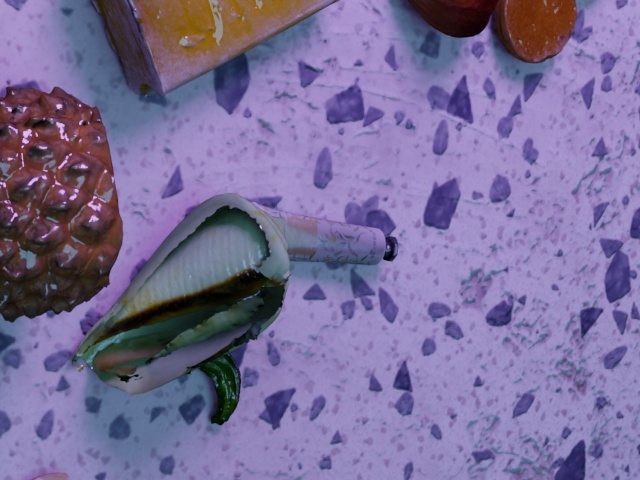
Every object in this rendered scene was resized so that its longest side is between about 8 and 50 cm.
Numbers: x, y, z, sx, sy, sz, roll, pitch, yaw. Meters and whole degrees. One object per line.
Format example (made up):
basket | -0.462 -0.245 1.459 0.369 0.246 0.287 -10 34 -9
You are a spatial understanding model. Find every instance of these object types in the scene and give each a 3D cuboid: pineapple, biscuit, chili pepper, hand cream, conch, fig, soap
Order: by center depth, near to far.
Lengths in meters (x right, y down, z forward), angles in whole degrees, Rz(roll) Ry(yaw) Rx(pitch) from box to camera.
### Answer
pineapple | -0.372 -0.033 1.384 0.357 0.223 0.223 -1 98 -23
conch | -0.124 0.064 1.578 0.143 0.137 0.251 39 67 1
soap | -0.099 -0.280 1.580 0.274 0.089 0.173 -33 114 -26
chili pepper | -0.118 0.145 1.671 0.055 0.035 0.118 -31 124 -12
hand cream | 0.000 0.000 1.720 0.194 0.042 0.067 6 95 -30
fig | 0.142 -0.291 1.722 0.153 0.119 0.119 8 93 -33
biscuit | 0.277 -0.374 1.840 0.205 0.049 0.324 7 93 -33

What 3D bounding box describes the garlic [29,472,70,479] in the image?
garlic | -0.293 0.277 1.571 0.053 0.041 0.083 14 98 -48
